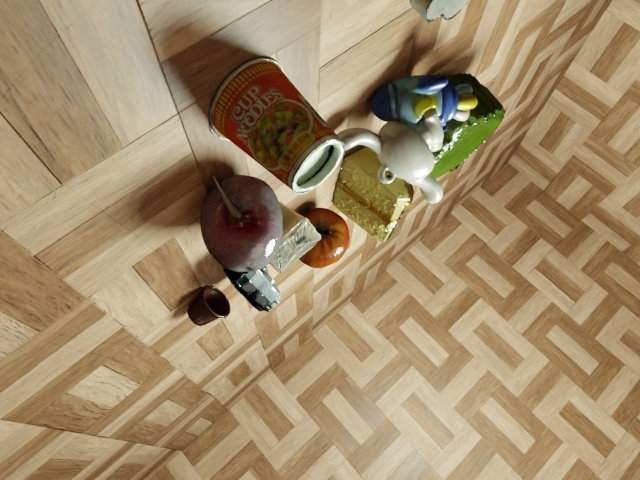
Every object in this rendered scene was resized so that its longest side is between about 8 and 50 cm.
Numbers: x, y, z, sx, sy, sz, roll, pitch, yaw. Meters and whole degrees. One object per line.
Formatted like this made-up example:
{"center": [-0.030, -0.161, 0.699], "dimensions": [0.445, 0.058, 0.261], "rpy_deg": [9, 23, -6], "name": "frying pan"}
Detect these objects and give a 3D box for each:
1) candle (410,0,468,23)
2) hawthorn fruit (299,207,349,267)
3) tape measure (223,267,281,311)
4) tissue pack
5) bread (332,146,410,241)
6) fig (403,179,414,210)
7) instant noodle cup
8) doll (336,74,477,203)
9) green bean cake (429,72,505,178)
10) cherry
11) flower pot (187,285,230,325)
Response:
{"center": [0.297, -0.591, 1.092], "dimensions": [0.192, 0.068, 0.168], "rpy_deg": [-29, 159, -45], "name": "candle"}
{"center": [0.000, 0.000, 1.546], "dimensions": [0.196, 0.196, 0.225], "rpy_deg": [-41, 170, -11], "name": "hawthorn fruit"}
{"center": [-0.196, 0.117, 1.383], "dimensions": [0.107, 0.181, 0.182], "rpy_deg": [-40, 124, -6], "name": "tape measure"}
{"center": [-0.109, -0.015, 1.266], "dimensions": [0.148, 0.196, 0.092], "rpy_deg": [-42, 119, -9], "name": "tissue pack"}
{"center": [0.198, -0.155, 1.549], "dimensions": [0.198, 0.236, 0.263], "rpy_deg": [-35, 160, -27], "name": "bread"}
{"center": [0.276, -0.175, 1.832], "dimensions": [0.165, 0.154, 0.144], "rpy_deg": [-26, 156, 10], "name": "fig"}
{"center": [-0.072, -0.202, 0.904], "dimensions": [0.193, 0.212, 0.193], "rpy_deg": [-39, 162, -16], "name": "instant noodle cup"}
{"center": [0.256, -0.323, 1.333], "dimensions": [0.376, 0.187, 0.366], "rpy_deg": [25, 93, -47], "name": "doll"}
{"center": [0.409, -0.373, 1.613], "dimensions": [0.335, 0.218, 0.319], "rpy_deg": [-21, 158, -39], "name": "green bean cake"}
{"center": [-0.172, -0.036, 1.072], "dimensions": [0.266, 0.183, 0.213], "rpy_deg": [31, 61, -79], "name": "cherry"}
{"center": [-0.334, 0.202, 1.406], "dimensions": [0.089, 0.111, 0.111], "rpy_deg": [-38, 165, 18], "name": "flower pot"}
